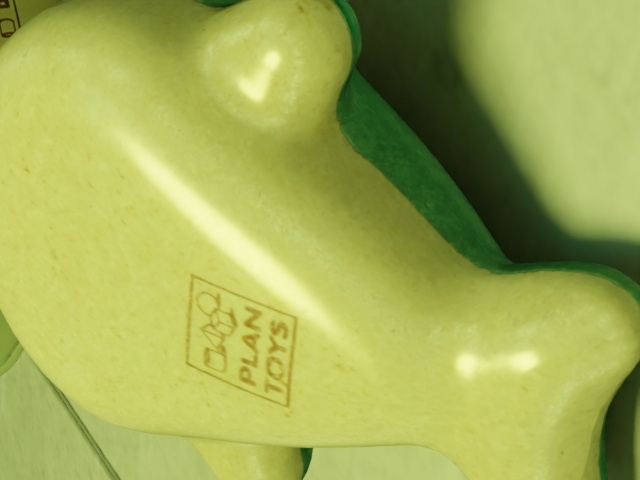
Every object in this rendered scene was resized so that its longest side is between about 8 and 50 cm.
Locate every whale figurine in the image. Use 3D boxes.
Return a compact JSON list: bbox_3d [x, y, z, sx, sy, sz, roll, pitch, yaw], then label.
[{"bbox_3d":[0.000,0.000,0.562,0.272,0.141,0.216,23,126,26],"label":"whale figurine"}]

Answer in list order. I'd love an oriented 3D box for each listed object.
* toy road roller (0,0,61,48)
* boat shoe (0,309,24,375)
[{"bbox_3d":[-0.236,-0.173,0.752,0.240,0.202,0.330,-12,92,52],"label":"toy road roller"},{"bbox_3d":[-0.217,-0.022,0.955,0.068,0.081,0.228,36,125,51],"label":"boat shoe"}]
